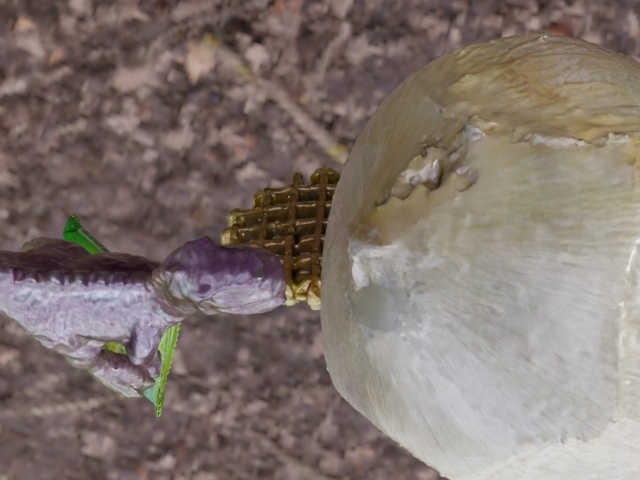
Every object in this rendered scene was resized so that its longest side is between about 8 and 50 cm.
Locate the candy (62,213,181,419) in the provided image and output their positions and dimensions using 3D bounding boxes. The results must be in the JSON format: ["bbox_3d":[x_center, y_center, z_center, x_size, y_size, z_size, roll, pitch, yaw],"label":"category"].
[{"bbox_3d":[-0.169,0.059,1.388,0.178,0.032,0.102,38,133,43],"label":"candy"}]

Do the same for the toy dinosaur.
[{"bbox_3d":[-0.143,0.015,0.853,0.251,0.072,0.200,18,165,1],"label":"toy dinosaur"}]

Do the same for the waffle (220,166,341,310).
[{"bbox_3d":[0.001,-0.003,1.540,0.191,0.191,0.038,4,130,14],"label":"waffle"}]

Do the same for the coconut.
[{"bbox_3d":[0.168,0.027,1.220,0.360,0.346,0.346,1,159,-45],"label":"coconut"}]
